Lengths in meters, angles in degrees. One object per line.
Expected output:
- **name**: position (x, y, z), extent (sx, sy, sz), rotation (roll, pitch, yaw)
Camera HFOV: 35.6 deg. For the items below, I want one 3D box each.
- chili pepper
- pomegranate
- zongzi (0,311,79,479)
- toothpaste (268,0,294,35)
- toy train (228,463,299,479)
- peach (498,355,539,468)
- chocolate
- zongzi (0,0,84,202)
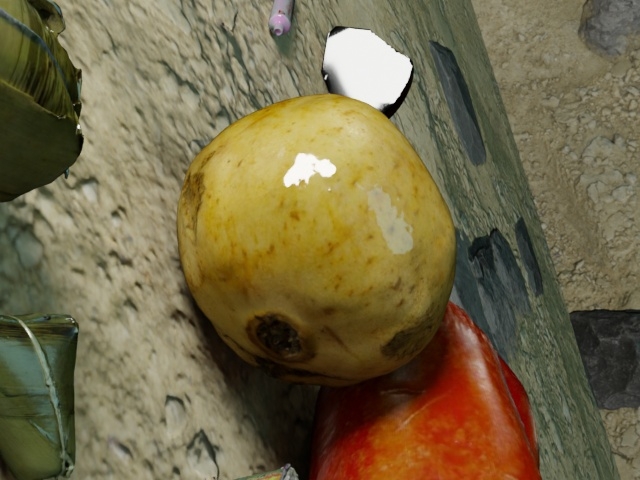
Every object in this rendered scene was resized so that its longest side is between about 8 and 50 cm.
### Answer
- **chili pepper**: position (0.098, 0.224, 0.941), extent (0.305, 0.229, 0.251), rotation (-83, 180, -56)
- **pomegranate**: position (0.000, 0.000, 0.869), extent (0.260, 0.260, 0.260), rotation (51, 30, -44)
- **zongzi**: position (-0.194, 0.093, 0.582), extent (0.113, 0.052, 0.104), rotation (11, 68, -52)
- **toothpaste**: position (-0.047, -0.305, 1.284), extent (0.170, 0.028, 0.045), rotation (-84, 156, -53)
- **toy train**: position (-0.042, 0.289, 0.676), extent (0.261, 0.134, 0.177), rotation (67, 21, -15)
- **peach**: position (0.159, 0.220, 1.166), extent (0.196, 0.190, 0.226), rotation (14, 50, -35)
- **chocolate**: position (0.069, -0.230, 1.409), extent (0.080, 0.125, 0.148), rotation (53, 19, -78)
- **zongzi**: position (-0.242, -0.171, 0.564), extent (0.251, 0.125, 0.274), rotation (34, 37, -57)
